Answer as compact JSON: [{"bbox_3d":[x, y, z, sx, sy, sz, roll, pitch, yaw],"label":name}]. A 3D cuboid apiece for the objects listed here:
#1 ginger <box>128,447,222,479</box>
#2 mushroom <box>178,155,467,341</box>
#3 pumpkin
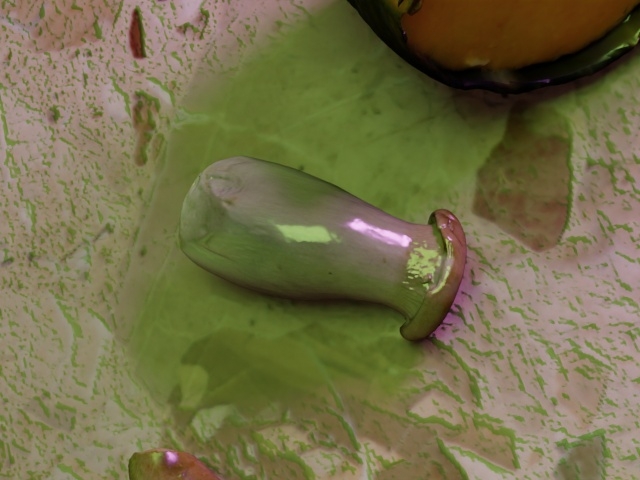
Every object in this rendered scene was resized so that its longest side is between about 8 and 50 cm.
[{"bbox_3d":[0.000,0.200,0.849,0.299,0.065,0.118,14,68,24],"label":"ginger"},{"bbox_3d":[0.000,0.001,0.925,0.212,0.088,0.097,11,38,15],"label":"mushroom"},{"bbox_3d":[0.139,-0.251,0.903,0.303,0.256,0.225,-16,56,-17],"label":"pumpkin"}]
